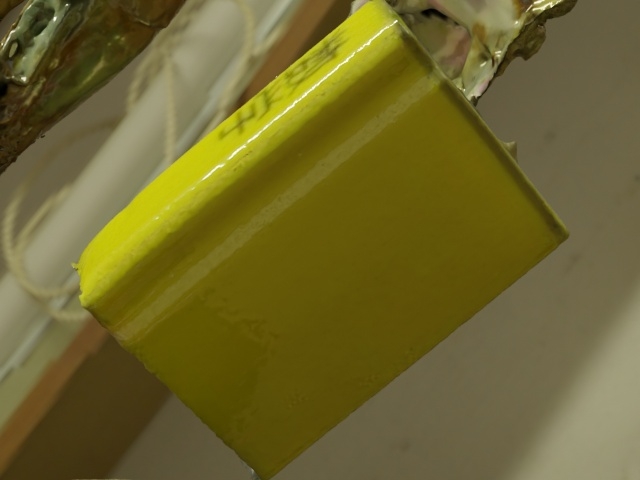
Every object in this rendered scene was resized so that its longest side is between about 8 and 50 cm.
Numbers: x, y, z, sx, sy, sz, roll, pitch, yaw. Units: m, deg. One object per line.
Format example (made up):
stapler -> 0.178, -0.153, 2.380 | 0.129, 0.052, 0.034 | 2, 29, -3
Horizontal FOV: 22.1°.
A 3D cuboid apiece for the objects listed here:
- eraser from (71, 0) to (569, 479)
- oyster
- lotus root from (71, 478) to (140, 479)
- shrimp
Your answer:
eraser -> 0.000, 0.000, 0.857 | 0.226, 0.158, 0.069 | -39, 22, 5
oyster -> 0.064, -0.111, 1.014 | 0.072, 0.133, 0.209 | -9, -38, -42
lotus root -> -0.067, 0.156, 0.771 | 0.089, 0.179, 0.081 | 33, -113, -72
shrimp -> -0.162, -0.114, 0.921 | 0.267, 0.061, 0.145 | -48, -32, 17
